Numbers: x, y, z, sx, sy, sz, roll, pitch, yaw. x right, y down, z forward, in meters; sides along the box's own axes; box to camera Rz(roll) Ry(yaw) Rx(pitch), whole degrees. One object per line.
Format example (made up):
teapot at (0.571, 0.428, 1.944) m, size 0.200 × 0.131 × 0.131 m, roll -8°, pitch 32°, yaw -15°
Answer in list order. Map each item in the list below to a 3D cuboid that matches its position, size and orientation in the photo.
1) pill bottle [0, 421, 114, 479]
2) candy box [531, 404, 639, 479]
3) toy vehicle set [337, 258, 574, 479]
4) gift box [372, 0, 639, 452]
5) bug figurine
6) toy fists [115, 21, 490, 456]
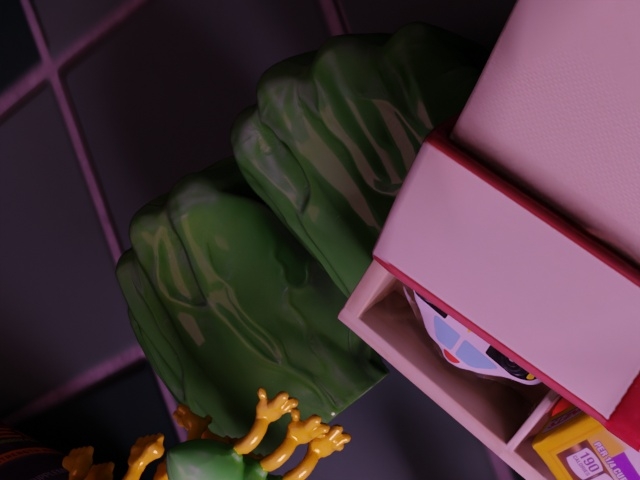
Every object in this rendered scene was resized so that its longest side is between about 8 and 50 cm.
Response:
pill bottle at (-0.220, 0.178, 1.179) m, size 0.245 × 0.130 × 0.130 m, roll 17°, pitch 114°, yaw 46°
candy box at (0.177, 0.133, 0.696) m, size 0.105 × 0.027 × 0.206 m, roll -36°, pitch 92°, yaw 40°
toy vehicle set at (0.147, 0.056, 0.718) m, size 0.267 × 0.035 × 0.166 m, roll 40°, pitch 132°, yaw 11°
gift box at (0.204, -0.042, 0.528) m, size 0.255 × 0.276 × 0.258 m, roll 39°, pitch 126°, yaw 19°
bug figurine at (-0.023, 0.166, 0.923) m, size 0.216 × 0.072 × 0.279 m, roll 39°, pitch 147°, yaw -21°
toy fists at (0.000, 0.000, 0.893) m, size 0.142 × 0.096 × 0.279 m, roll 52°, pitch 138°, yaw 4°
